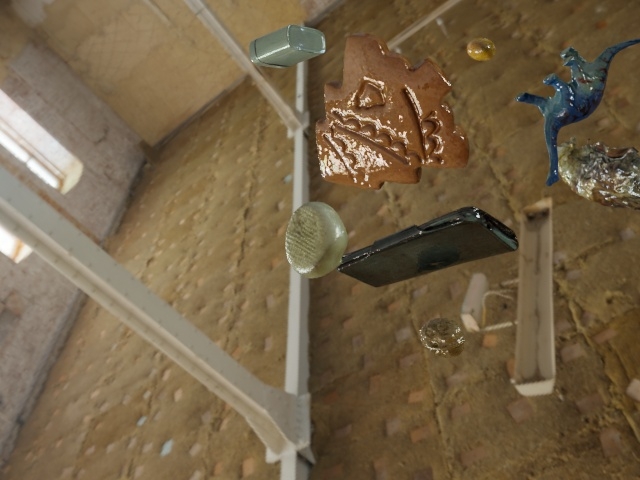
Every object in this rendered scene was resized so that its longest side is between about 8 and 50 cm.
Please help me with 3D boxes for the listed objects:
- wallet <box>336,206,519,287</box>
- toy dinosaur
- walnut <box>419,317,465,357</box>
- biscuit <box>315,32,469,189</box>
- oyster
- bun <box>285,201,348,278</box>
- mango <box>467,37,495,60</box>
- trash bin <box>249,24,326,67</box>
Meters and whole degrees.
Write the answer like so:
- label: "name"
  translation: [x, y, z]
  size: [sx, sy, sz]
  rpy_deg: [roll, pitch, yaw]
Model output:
- label: "wallet"
  translation: [0.189, 0.020, 1.142]
  size: [0.318, 0.172, 0.045]
  rpy_deg: [-22, -122, 37]
- label: "toy dinosaur"
  translation: [0.448, -0.268, 1.079]
  size: [0.329, 0.144, 0.076]
  rpy_deg: [-57, -170, -3]
- label: "walnut"
  translation: [0.256, 0.202, 1.261]
  size: [0.096, 0.079, 0.082]
  rpy_deg: [2, -156, 38]
- label: "biscuit"
  translation: [0.098, -0.186, 1.038]
  size: [0.306, 0.284, 0.043]
  rpy_deg: [-40, -170, 41]
- label: "oyster"
  translation: [0.636, -0.131, 1.322]
  size: [0.100, 0.275, 0.271]
  rpy_deg: [-37, 171, -6]
- label: "bun"
  translation: [0.000, 0.000, 0.668]
  size: [0.086, 0.055, 0.086]
  rpy_deg: [-11, -105, 50]
- label: "mango"
  translation: [0.332, -0.394, 1.245]
  size: [0.089, 0.060, 0.046]
  rpy_deg: [-68, 171, -73]
- label: "trash bin"
  translation: [-0.072, -0.424, 1.332]
  size: [0.116, 0.059, 0.130]
  rpy_deg: [-8, -176, -44]
